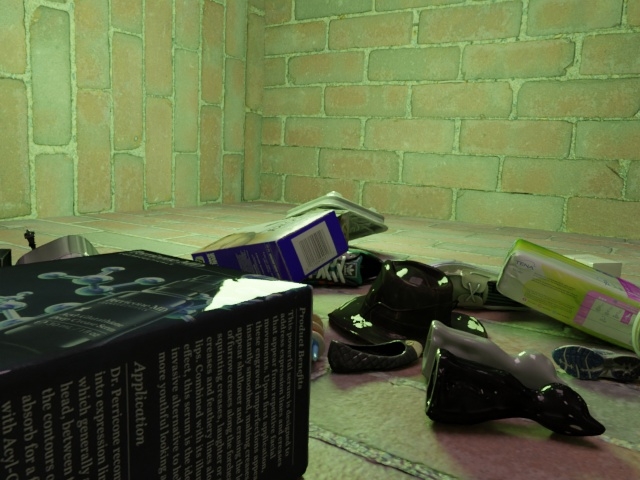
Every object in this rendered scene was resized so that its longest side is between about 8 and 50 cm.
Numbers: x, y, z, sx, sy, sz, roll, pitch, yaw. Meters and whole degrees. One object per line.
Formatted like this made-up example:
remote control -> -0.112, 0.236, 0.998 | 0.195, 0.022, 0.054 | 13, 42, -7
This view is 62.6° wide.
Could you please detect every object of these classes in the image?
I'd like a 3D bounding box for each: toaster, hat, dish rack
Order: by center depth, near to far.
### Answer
toaster -> -0.367, 0.088, 0.786 | 0.129, 0.226, 0.146 | -28, 22, -21
hat -> 0.170, 0.111, 1.054 | 0.332, 0.133, 0.331 | 2, 10, 0
dish rack -> 0.049, -0.082, 1.877 | 0.286, 0.072, 0.333 | 19, -21, -31

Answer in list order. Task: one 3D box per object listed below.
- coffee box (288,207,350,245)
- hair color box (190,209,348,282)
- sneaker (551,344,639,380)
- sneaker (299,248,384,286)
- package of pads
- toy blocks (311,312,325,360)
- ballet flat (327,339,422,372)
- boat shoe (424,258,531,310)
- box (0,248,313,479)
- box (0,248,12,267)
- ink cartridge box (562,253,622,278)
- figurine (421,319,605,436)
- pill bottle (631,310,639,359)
coffee box -> 0.000, 0.000, 1.578 | 0.119, 0.168, 0.297 | 5, 9, 14
hair color box -> -0.125, 0.027, 1.205 | 0.339, 0.110, 0.185 | -10, 15, 47
sneaker -> 0.445, 0.200, 0.862 | 0.136, 0.052, 0.058 | 11, 0, 5
sneaker -> 0.041, 0.065, 1.372 | 0.302, 0.108, 0.121 | -1, 6, -30
package of pads -> 0.523, 0.104, 1.088 | 0.297, 0.101, 0.229 | 24, 16, 19
toy blocks -> -0.054, 0.166, 0.889 | 0.123, 0.054, 0.148 | 3, 10, -2
ballet flat -> 0.094, 0.180, 0.854 | 0.173, 0.049, 0.057 | -2, 11, -24
boat shoe -> 0.355, 0.106, 1.215 | 0.303, 0.109, 0.094 | 3, 11, -11
box -> -0.237, 0.147, 0.472 | 0.294, 0.211, 0.396 | 8, 10, 35
box -> -0.565, 0.109, 0.705 | 0.262, 0.184, 0.103 | -1, 10, -23
ink cartridge box -> 0.731, 0.092, 1.440 | 0.090, 0.092, 0.143 | 0, 8, -12
figurine -> 0.255, 0.196, 0.739 | 0.210, 0.092, 0.215 | 12, 10, 7
pill bottle -> 0.576, 0.170, 0.731 | 0.153, 0.153, 0.264 | 3, 10, 2
